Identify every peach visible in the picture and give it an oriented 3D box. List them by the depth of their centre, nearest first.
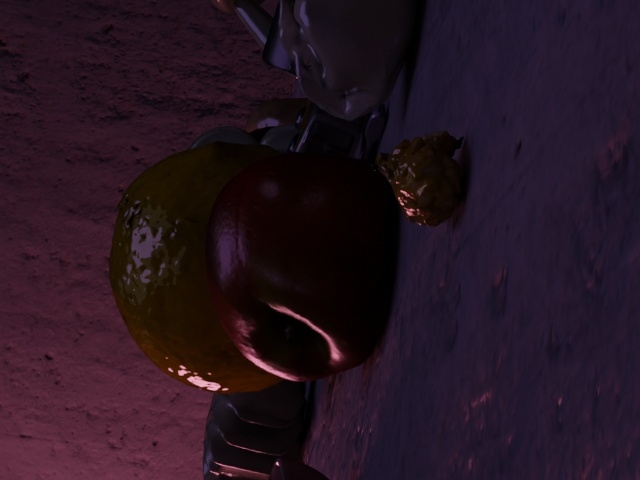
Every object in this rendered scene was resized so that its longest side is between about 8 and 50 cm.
[{"bbox_3d":[-0.014,0.009,1.396,0.248,0.245,0.275,-40,21,38],"label":"peach"}]

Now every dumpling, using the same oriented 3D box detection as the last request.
[{"bbox_3d":[0.029,-0.263,1.389,0.132,0.162,0.250,-2,-84,-64],"label":"dumpling"}]

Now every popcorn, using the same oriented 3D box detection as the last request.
[{"bbox_3d":[0.094,-0.058,1.011,0.084,0.084,0.084,-172,90,-85],"label":"popcorn"}]

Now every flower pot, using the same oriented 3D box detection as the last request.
[{"bbox_3d":[-0.105,0.286,2.036,0.367,0.164,0.254,106,176,-64],"label":"flower pot"}]

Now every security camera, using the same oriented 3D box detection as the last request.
[{"bbox_3d":[-0.100,-0.111,1.923,0.080,0.301,0.157,11,-100,-66],"label":"security camera"}]

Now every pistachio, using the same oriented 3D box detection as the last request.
[{"bbox_3d":[-0.079,-0.223,2.566,0.182,0.162,0.293,-56,2,-9],"label":"pistachio"}]

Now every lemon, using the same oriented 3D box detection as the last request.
[{"bbox_3d":[-0.129,0.046,1.707,0.350,0.349,0.387,-93,3,-65],"label":"lemon"}]

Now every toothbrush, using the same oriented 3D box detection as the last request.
[{"bbox_3d":[0.049,-0.080,1.672,0.354,0.024,0.029,107,177,-59],"label":"toothbrush"}]

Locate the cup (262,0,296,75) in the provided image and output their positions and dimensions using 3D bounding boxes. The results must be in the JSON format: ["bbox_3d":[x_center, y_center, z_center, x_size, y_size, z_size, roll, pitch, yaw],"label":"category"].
[{"bbox_3d":[0.052,-0.291,1.554,0.166,0.239,0.177,-6,-63,-52],"label":"cup"}]

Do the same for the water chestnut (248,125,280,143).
[{"bbox_3d":[-0.089,-0.077,2.068,0.238,0.224,0.224,-39,7,0],"label":"water chestnut"}]

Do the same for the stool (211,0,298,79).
[{"bbox_3d":[-0.039,-0.381,1.814,0.195,0.198,0.195,-36,-23,-33],"label":"stool"}]

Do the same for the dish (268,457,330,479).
[{"bbox_3d":[-0.017,0.355,1.362,0.213,0.090,0.213,-174,90,-83],"label":"dish"}]

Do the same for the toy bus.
[{"bbox_3d":[0.016,-0.166,1.691,0.268,0.092,0.106,-79,13,-64],"label":"toy bus"}]
